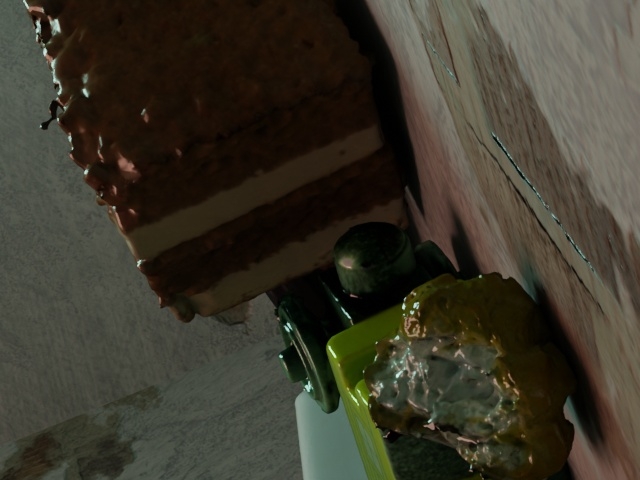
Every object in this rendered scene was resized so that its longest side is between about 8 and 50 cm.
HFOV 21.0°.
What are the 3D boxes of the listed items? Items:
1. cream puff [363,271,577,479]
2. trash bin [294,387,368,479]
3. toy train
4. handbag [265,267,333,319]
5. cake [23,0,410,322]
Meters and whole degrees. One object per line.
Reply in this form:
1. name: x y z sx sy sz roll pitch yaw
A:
1. cream puff: 0.112 0.091 1.170 0.121 0.156 0.156 -8 -108 -50
2. trash bin: 0.090 0.323 2.029 0.367 0.256 0.296 -103 -6 -48
3. toy train: 0.108 0.201 1.454 0.272 0.179 0.442 53 164 54
4. handbag: 0.001 -0.001 1.812 0.308 0.093 0.253 30 -146 -64
5. cake: -0.083 -0.117 1.554 0.290 0.282 0.255 60 -174 -60
